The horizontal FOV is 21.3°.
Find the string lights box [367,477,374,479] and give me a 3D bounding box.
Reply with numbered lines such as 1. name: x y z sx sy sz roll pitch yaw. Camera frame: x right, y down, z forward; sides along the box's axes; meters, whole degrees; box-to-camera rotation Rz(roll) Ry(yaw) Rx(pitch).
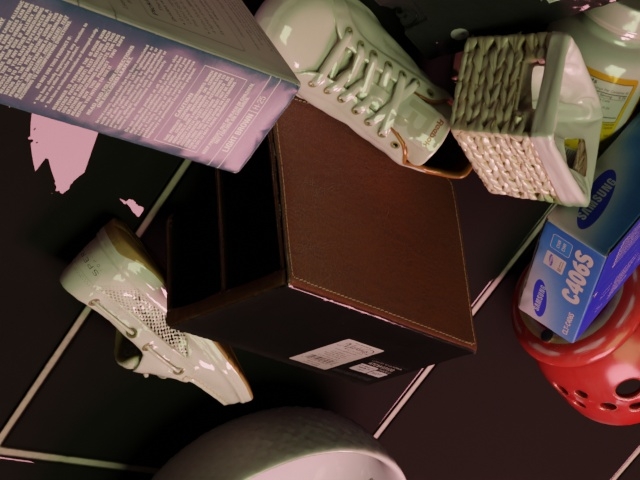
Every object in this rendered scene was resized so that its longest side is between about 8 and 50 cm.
1. string lights box: 0.075 0.394 1.807 0.133 0.260 0.077 -35 141 -2

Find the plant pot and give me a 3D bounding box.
1. plant pot: 0.328 0.097 1.970 0.191 0.191 0.174 -42 138 7

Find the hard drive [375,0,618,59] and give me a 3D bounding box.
1. hard drive: 0.192 -0.284 1.478 0.339 0.064 0.237 -15 148 27

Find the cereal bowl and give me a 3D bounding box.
1. cereal bowl: -0.078 0.310 1.928 0.339 0.141 0.339 -20 138 -19

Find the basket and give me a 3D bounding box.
1. basket: 0.195 -0.113 1.604 0.167 0.103 0.113 47 51 -59

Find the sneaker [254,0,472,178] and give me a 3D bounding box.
1. sneaker: 0.057 -0.144 1.582 0.290 0.123 0.106 31 93 -47

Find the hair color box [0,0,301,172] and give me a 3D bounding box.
1. hair color box: -0.198 -0.178 1.342 0.347 0.174 0.105 16 119 -43

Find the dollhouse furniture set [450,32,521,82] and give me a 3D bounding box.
1. dollhouse furniture set: 0.152 -0.156 1.728 0.076 0.058 0.152 -2 111 -24

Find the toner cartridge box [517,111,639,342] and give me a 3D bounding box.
1. toner cartridge box: 0.343 -0.065 1.780 0.348 0.075 0.165 -45 159 -30

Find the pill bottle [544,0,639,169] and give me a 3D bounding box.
1. pill bottle: 0.268 -0.164 1.728 0.117 0.117 0.208 -2 130 -34

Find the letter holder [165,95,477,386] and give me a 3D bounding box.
1. letter holder: 0.000 0.000 1.697 0.152 0.214 0.302 -21 153 34

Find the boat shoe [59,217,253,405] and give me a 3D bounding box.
1. boat shoe: -0.164 0.089 1.692 0.096 0.098 0.277 -37 131 2
